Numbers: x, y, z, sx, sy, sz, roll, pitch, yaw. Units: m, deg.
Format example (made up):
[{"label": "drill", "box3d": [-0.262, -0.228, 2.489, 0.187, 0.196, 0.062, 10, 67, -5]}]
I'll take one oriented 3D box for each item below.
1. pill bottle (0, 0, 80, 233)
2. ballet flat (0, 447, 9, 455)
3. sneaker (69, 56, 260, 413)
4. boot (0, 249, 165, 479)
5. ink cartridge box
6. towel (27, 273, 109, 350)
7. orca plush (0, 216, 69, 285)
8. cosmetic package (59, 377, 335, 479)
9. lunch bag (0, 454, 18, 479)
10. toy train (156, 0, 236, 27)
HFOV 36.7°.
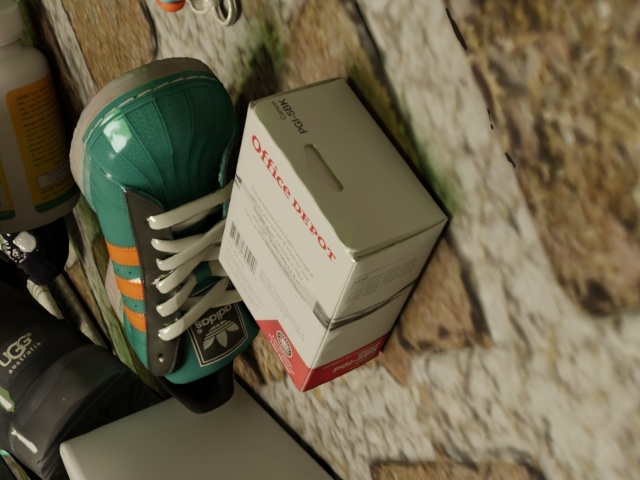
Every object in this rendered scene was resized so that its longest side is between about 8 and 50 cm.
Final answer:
[{"label": "pill bottle", "box3d": [-0.315, -0.123, 0.948, 0.117, 0.117, 0.208, 31, 136, 52]}, {"label": "ballet flat", "box3d": [-0.443, 0.212, 1.366, 0.400, 0.139, 0.139, -7, 102, 68]}, {"label": "sneaker", "box3d": [-0.080, 0.013, 0.615, 0.121, 0.108, 0.302, 56, 160, 23]}, {"label": "boot", "box3d": [-0.346, 0.070, 0.916, 0.445, 0.146, 0.367, 35, 154, 16]}, {"label": "ink cartridge box", "box3d": [0.000, 0.000, 0.494, 0.099, 0.056, 0.135, 57, 152, 23]}, {"label": "towel", "box3d": [-0.353, 0.153, 1.298, 0.324, 0.056, 0.312, 46, 146, 38]}, {"label": "orca plush", "box3d": [-0.341, -0.095, 1.099, 0.151, 0.102, 0.287, 28, -147, -55]}, {"label": "cosmetic package", "box3d": [-0.024, 0.284, 0.645, 0.385, 0.156, 0.217, 38, 140, 49]}, {"label": "lunch bag", "box3d": [-0.337, 0.226, 0.862, 0.219, 0.090, 0.176, 48, 179, 20]}, {"label": "toy train", "box3d": [-0.097, -0.202, 0.545, 0.125, 0.046, 0.166, 32, 135, 52]}]
